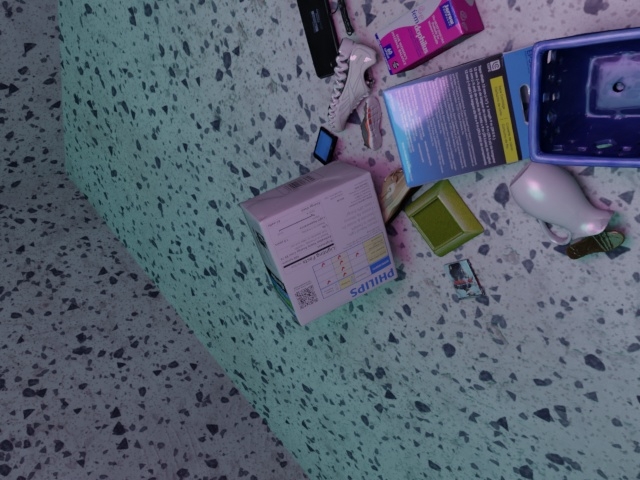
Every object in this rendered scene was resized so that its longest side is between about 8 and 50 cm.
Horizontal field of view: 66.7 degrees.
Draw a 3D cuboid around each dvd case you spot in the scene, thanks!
[{"bbox_3d":[0.427,0.117,1.450,0.087,0.013,0.120,-20,99,50],"label":"dvd case"}]

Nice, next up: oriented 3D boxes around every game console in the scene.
[{"bbox_3d":[0.007,-0.290,1.592,0.071,0.107,0.122,19,132,2],"label":"game console"}]

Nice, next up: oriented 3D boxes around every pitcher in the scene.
[{"bbox_3d":[0.540,-0.081,1.144,0.207,0.125,0.178,40,153,6],"label":"pitcher"}]

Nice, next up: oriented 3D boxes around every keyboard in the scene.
[{"bbox_3d":[0.018,-0.642,1.396,0.201,0.033,0.317,6,118,50],"label":"keyboard"}]

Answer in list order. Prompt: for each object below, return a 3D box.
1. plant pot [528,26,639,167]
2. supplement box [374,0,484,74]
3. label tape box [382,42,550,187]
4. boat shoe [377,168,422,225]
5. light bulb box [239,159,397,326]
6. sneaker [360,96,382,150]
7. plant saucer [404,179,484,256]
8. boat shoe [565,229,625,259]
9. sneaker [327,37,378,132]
[{"bbox_3d":[0.551,-0.282,0.924,0.235,0.212,0.236,12,122,41],"label":"plant pot"},{"bbox_3d":[0.258,-0.502,1.171,0.220,0.114,0.111,-16,100,47],"label":"supplement box"},{"bbox_3d":[0.351,-0.295,1.176,0.347,0.115,0.249,-13,106,18],"label":"label tape box"},{"bbox_3d":[0.223,-0.155,1.426,0.098,0.109,0.302,47,144,13],"label":"boat shoe"},{"bbox_3d":[0.000,0.000,1.485,0.225,0.357,0.361,38,150,60],"label":"light bulb box"},{"bbox_3d":[0.138,-0.343,1.433,0.064,0.061,0.158,23,128,44],"label":"sneaker"},{"bbox_3d":[0.343,-0.055,1.407,0.188,0.045,0.188,55,140,5],"label":"plant saucer"},{"bbox_3d":[0.643,0.005,1.134,0.135,0.045,0.050,-28,84,54],"label":"boat shoe"},{"bbox_3d":[0.089,-0.428,1.401,0.118,0.110,0.292,12,141,1],"label":"sneaker"}]
